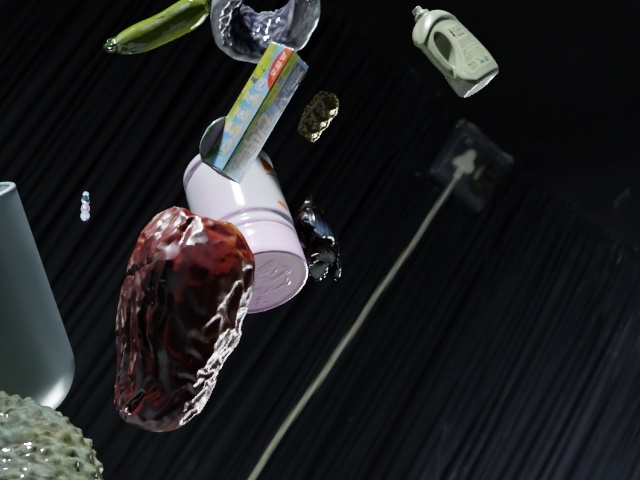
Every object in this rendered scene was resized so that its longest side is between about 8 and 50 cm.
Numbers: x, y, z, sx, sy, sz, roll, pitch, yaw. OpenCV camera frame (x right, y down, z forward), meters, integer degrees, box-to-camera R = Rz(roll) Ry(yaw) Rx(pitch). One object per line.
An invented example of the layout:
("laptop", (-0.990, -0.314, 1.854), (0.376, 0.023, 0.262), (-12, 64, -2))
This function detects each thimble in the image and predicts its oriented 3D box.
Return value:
("thimble", (-0.118, -0.512, 1.832), (0.245, 0.157, 0.217), (-26, -44, 26))

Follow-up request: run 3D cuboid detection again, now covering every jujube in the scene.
("jujube", (-0.220, 0.127, 1.336), (0.216, 0.342, 0.216), (17, -7, 2))

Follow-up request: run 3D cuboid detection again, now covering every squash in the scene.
("squash", (-0.256, -0.334, 1.345), (0.052, 0.183, 0.052), (-25, 90, -89))

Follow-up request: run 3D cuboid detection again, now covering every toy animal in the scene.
("toy animal", (-0.001, -0.007, 1.848), (0.116, 0.180, 0.219), (8, -32, 4))

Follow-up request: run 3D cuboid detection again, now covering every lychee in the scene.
("lychee", (-0.371, 0.300, 0.962), (0.255, 0.255, 0.274), (33, -32, 3))

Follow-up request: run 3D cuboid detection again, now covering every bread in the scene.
("bread", (-0.004, -0.277, 1.859), (0.060, 0.110, 0.066), (15, 31, -45))

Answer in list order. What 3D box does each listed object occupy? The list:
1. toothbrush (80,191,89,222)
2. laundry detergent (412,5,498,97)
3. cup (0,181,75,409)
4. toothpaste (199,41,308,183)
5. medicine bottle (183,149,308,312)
("toothbrush", (-0.370, -0.051, 1.342), (0.013, 0.019, 0.193), (4, 13, -16))
("laundry detergent", (0.315, -0.478, 2.107), (0.253, 0.181, 0.091), (50, -45, 5))
("cup", (-0.464, 0.095, 1.145), (0.205, 0.205, 0.312), (8, -63, 53))
("toothpaste", (-0.093, -0.178, 1.159), (0.044, 0.193, 0.070), (27, -6, 31))
("medicine bottle", (-0.158, -0.030, 1.754), (0.202, 0.202, 0.316), (58, 10, -52))
